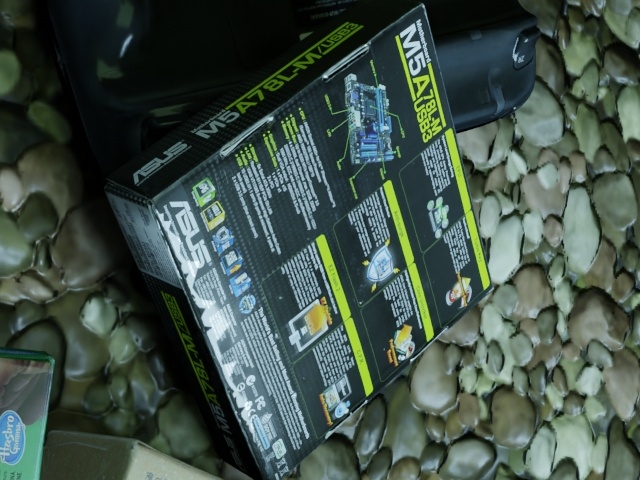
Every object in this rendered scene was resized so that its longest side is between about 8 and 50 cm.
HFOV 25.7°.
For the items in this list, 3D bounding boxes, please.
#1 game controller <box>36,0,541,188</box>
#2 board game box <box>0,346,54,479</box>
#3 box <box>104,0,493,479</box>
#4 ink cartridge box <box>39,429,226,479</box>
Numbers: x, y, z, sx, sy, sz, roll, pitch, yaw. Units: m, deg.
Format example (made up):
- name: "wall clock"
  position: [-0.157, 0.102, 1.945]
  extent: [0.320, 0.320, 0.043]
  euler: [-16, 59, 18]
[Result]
- name: "game controller"
  position: [-0.004, -0.123, 0.770]
  extent: [0.319, 0.067, 0.166]
  euler: [-18, 84, -39]
- name: "board game box"
  position: [-0.221, 0.186, 0.499]
  extent: [0.213, 0.046, 0.317]
  euler: [8, 87, -14]
- name: "box"
  position: [0.000, 0.000, 0.717]
  extent: [0.184, 0.045, 0.191]
  euler: [-41, 131, -28]
- name: "ink cartridge box"
  position: [-0.074, 0.231, 0.657]
  extent: [0.193, 0.088, 0.235]
  euler: [32, 68, -34]
